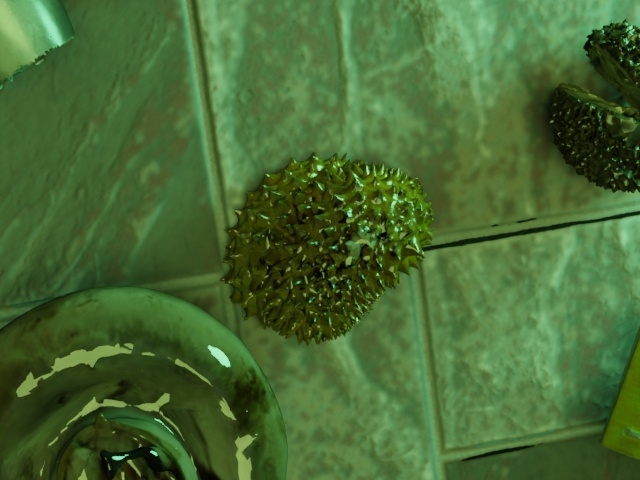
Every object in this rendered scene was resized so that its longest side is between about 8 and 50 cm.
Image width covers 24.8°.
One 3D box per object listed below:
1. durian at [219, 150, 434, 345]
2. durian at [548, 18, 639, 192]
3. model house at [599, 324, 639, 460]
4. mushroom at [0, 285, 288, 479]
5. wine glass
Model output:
[{"bbox_3d":[0.006,0.007,1.580,0.249,0.138,0.183,-42,111,3],"label":"durian"},{"bbox_3d":[0.353,-0.144,1.623,0.196,0.167,0.196,-8,124,-11],"label":"durian"},{"bbox_3d":[0.502,0.182,1.591,0.323,0.340,0.300,18,92,-8],"label":"model house"},{"bbox_3d":[-0.209,0.231,1.480,0.362,0.294,0.362,-2,99,-12],"label":"mushroom"},{"bbox_3d":[-0.356,-0.278,1.475,0.126,0.126,0.241,-33,101,-5],"label":"wine glass"}]
